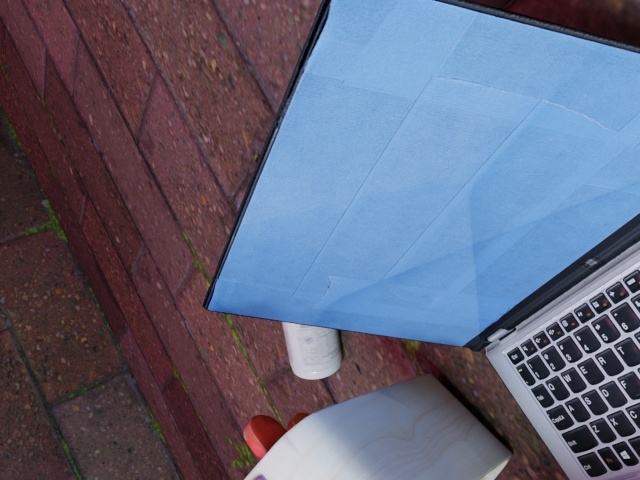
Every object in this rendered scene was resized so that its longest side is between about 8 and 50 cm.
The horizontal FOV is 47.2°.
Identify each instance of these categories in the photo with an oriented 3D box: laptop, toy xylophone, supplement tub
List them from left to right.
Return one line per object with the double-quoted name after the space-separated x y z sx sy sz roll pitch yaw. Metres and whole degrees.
-0.012 0.115 0.937 0.071 0.071 0.107 28 134 50 "supplement tub"
0.088 0.221 0.649 0.236 0.322 0.081 48 115 34 "toy xylophone"
0.150 0.096 0.464 0.408 0.236 0.382 58 152 15 "laptop"

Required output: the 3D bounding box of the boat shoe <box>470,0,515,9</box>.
0.102 -0.201 0.497 0.233 0.084 0.079 -36 66 61 "boat shoe"
